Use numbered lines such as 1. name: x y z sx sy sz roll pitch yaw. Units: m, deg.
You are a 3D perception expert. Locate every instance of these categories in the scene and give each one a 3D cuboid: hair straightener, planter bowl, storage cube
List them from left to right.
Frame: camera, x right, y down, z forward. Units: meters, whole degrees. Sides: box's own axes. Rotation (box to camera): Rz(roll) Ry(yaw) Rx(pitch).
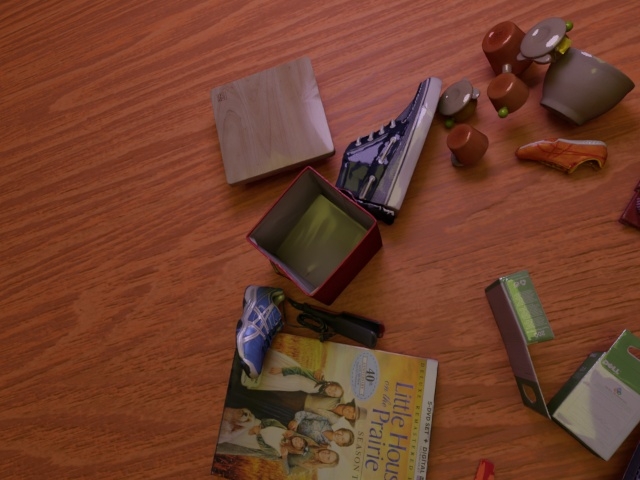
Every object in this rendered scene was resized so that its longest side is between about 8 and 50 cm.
1. storage cube: 0.000 0.000 0.894 0.183 0.193 0.215 40 87 18
2. hair straightener: 0.012 0.168 0.896 0.230 0.089 0.047 19 118 22
3. planter bowl: 0.525 -0.304 0.885 0.162 0.162 0.109 39 113 18

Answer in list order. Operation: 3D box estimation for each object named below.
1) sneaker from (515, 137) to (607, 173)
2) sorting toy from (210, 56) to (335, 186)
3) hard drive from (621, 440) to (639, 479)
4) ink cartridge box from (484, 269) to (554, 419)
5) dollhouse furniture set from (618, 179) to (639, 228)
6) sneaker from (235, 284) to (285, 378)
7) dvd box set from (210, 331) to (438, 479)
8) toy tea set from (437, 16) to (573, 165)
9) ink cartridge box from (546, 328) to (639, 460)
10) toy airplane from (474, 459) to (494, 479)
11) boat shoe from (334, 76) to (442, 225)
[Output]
1. sneaker: 0.499 -0.174 0.898 0.175 0.064 0.067 5 88 16
2. sorting toy: -0.110 -0.270 1.036 0.255 0.089 0.257 -16 74 8
3. hard drive: 0.645 0.468 0.653 0.339 0.064 0.237 27 83 18
4. ink cartridge box: 0.371 0.183 0.782 0.056 0.171 0.235 -18 74 7
5. dollhouse furniture set: 0.778 -0.032 0.740 0.374 0.201 0.152 28 84 10
6. sneaker: -0.119 0.174 0.874 0.081 0.080 0.211 -5 49 7
7. dvd box set: 0.008 0.358 0.874 0.420 0.062 0.308 8 78 14
8. toy tea set: 0.382 -0.311 0.933 0.336 0.124 0.200 -53 37 15
9. ink cartridge box: 0.523 0.275 0.784 0.109 0.062 0.209 41 87 18
10. toy airplane: 0.320 0.494 0.793 0.151 0.028 0.151 -3 78 12
11. boat shoe: 0.144 -0.217 0.946 0.158 0.127 0.341 20 82 8
